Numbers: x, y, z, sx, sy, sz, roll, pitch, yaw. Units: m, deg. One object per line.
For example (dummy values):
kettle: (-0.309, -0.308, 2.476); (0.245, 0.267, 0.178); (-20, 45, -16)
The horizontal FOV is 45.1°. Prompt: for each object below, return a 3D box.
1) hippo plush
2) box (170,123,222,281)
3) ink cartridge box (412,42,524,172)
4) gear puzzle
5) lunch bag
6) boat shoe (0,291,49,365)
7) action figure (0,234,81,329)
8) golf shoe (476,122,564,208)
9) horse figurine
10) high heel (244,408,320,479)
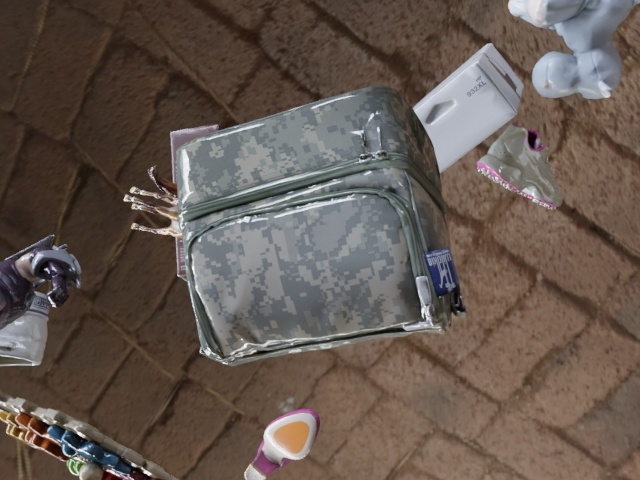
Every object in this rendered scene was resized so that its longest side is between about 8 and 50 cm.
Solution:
hippo plush: (0.544, -0.417, 1.596); (0.294, 0.234, 0.237); (-4, 113, 11)
box: (-0.281, -0.078, 1.946); (0.143, 0.191, 0.381); (-7, 73, 7)
ink cartridge box: (0.283, -0.265, 1.561); (0.223, 0.307, 0.129); (-38, 95, 26)
gear puzzle: (-0.276, 0.223, 0.822); (0.339, 0.044, 0.175); (-3, 142, 49)
lunch bag: (0.000, 0.000, 0.874); (0.305, 0.212, 0.256); (-12, 71, 17)
boat shoe: (-0.580, 0.174, 1.129); (0.367, 0.136, 0.157); (-6, 70, -1)
action figure: (-0.324, 0.070, 0.722); (0.185, 0.285, 0.099); (-44, 94, 0)
golf shoe: (0.476, -0.161, 1.714); (0.115, 0.306, 0.140); (35, 101, 42)
horse figurine: (-0.279, -0.054, 1.473); (0.174, 0.066, 0.263); (12, 160, -5)
high heel: (-0.047, 0.342, 1.354); (0.082, 0.117, 0.244); (38, 129, 10)
